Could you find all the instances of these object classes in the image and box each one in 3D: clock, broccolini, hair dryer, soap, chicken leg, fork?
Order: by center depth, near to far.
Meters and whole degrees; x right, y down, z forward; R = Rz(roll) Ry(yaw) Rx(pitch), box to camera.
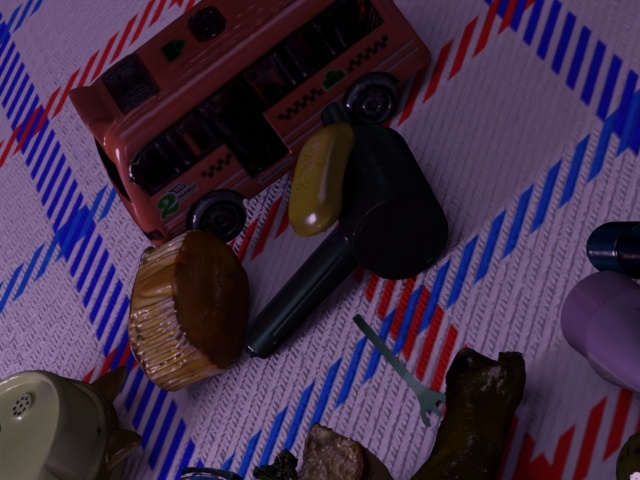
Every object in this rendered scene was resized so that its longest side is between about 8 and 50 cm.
[{"bbox_3d":[0.141,0.249,1.840,0.211,0.140,0.361,-14,49,50],"label":"chicken leg"},{"bbox_3d":[-0.023,0.263,2.049,0.054,0.052,0.194,-29,11,-14],"label":"broccolini"},{"bbox_3d":[0.089,0.139,2.112,0.039,0.021,0.235,-41,33,1],"label":"fork"},{"bbox_3d":[0.000,-0.071,2.202,0.089,0.045,0.140,-21,51,51],"label":"soap"},{"bbox_3d":[0.000,0.000,2.286,0.302,0.116,0.244,-46,31,14],"label":"hair dryer"},{"bbox_3d":[-0.370,0.287,2.368,0.348,0.117,0.286,-38,36,13],"label":"clock"}]

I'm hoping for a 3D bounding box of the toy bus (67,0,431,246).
[{"bbox_3d":[-0.094,-0.194,2.426,0.427,0.233,0.203,-37,35,0],"label":"toy bus"}]

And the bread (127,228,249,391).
[{"bbox_3d":[-0.155,0.079,2.334,0.114,0.132,0.190,-25,42,26],"label":"bread"}]

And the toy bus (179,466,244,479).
[{"bbox_3d":[-0.071,0.309,1.968,0.090,0.184,0.106,-1,57,47],"label":"toy bus"}]

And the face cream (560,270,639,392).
[{"bbox_3d":[0.321,0.114,1.798,0.096,0.154,0.274,-66,27,10],"label":"face cream"}]

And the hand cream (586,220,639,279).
[{"bbox_3d":[0.380,0.011,1.857,0.270,0.120,0.061,1,84,52],"label":"hand cream"}]

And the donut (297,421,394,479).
[{"bbox_3d":[0.023,0.299,1.921,0.085,0.141,0.217,4,76,37],"label":"donut"}]

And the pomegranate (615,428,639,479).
[{"bbox_3d":[0.325,0.203,1.706,0.130,0.130,0.130,-28,39,25],"label":"pomegranate"}]
